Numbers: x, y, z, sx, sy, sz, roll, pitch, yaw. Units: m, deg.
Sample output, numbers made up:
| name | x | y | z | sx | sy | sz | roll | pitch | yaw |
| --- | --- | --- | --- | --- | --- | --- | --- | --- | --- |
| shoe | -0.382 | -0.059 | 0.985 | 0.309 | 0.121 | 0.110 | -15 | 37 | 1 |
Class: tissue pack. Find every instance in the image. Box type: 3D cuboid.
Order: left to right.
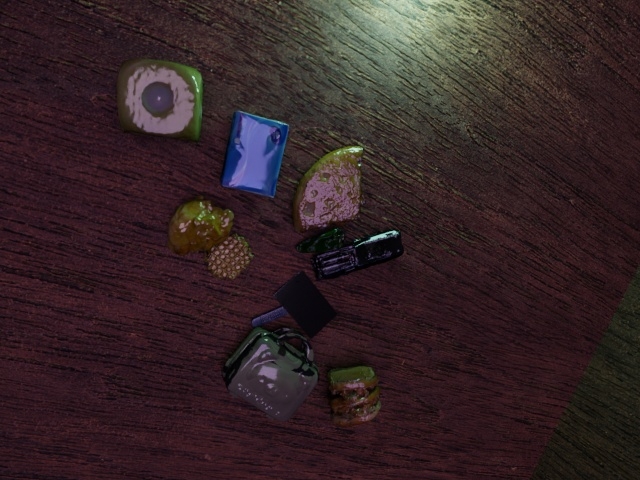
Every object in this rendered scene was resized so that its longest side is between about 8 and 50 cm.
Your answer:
| name | x | y | z | sx | sy | sz | roll | pitch | yaw |
| --- | --- | --- | --- | --- | --- | --- | --- | --- | --- |
| tissue pack | -0.240 | -0.307 | 1.461 | 0.198 | 0.146 | 0.263 | 11 | 98 | -17 |

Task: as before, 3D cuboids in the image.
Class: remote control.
| name | x | y | z | sx | sy | sz | roll | pitch | yaw |
| --- | --- | --- | --- | --- | --- | --- | --- | --- | --- |
| remote control | -0.211 | 0.310 | 1.665 | 0.152 | 0.027 | 0.043 | -19 | 100 | -11 |
| remote control | 0.162 | 0.058 | 1.685 | 0.398 | 0.062 | 0.145 | -18 | 105 | -10 |

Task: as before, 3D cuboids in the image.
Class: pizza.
| name | x | y | z | sx | sy | sz | roll | pitch | yaw |
| --- | --- | --- | --- | --- | --- | --- | --- | --- | --- |
| pizza | 0.052 | -0.184 | 1.578 | 0.277 | 0.114 | 0.409 | 31 | 94 | -19 |

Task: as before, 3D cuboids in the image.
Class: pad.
| name | x | y | z | sx | sy | sz | roll | pitch | yaw |
| --- | --- | --- | --- | --- | --- | --- | --- | --- | --- |
| pad | -0.059 | 0.269 | 1.697 | 0.159 | 0.009 | 0.265 | -40 | 109 | -10 |

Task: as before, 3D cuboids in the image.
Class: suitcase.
| name | x | y | z | sx | sy | sz | roll | pitch | yaw |
| --- | --- | --- | --- | --- | --- | --- | --- | --- | --- |
| suitcase | -0.179 | 0.513 | 1.628 | 0.351 | 0.194 | 0.339 | 40 | 88 | -19 |

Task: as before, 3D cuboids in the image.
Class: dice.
| name | x | y | z | sx | sy | sz | roll | pitch | yaw |
| --- | --- | --- | --- | --- | --- | --- | --- | --- | --- |
| dice | -0.510 | -0.444 | 1.319 | 0.238 | 0.233 | 0.227 | 3 | 100 | -16 |

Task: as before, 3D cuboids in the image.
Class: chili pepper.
| name | x | y | z | sx | sy | sz | roll | pitch | yaw |
| --- | --- | --- | --- | --- | --- | --- | --- | --- | --- |
| chili pepper | 0.001 | 0.002 | 1.602 | 0.216 | 0.062 | 0.108 | -18 | 145 | 12 |

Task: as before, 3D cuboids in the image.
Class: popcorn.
| name | x | y | z | sx | sy | sz | roll | pitch | yaw |
| --- | --- | --- | --- | --- | --- | --- | --- | --- | --- |
| popcorn | -0.437 | -0.048 | 1.444 | 0.191 | 0.190 | 0.253 | 45 | 92 | 4 |

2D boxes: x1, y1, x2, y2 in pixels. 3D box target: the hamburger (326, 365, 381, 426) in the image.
| name | x | y | z | sx | sy | sz | roll | pitch | yaw |
| --- | --- | --- | --- | --- | --- | --- | --- | --- | --- |
| hamburger | 0.134 | 0.648 | 1.728 | 0.245 | 0.260 | 0.211 | -11 | 89 | -56 |

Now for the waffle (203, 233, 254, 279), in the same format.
| name | x | y | z | sx | sy | sz | roll | pitch | yaw |
| --- | --- | --- | --- | --- | --- | --- | --- | --- | --- |
| waffle | -0.356 | 0.061 | 1.567 | 0.191 | 0.038 | 0.191 | -3 | 103 | -14 |
